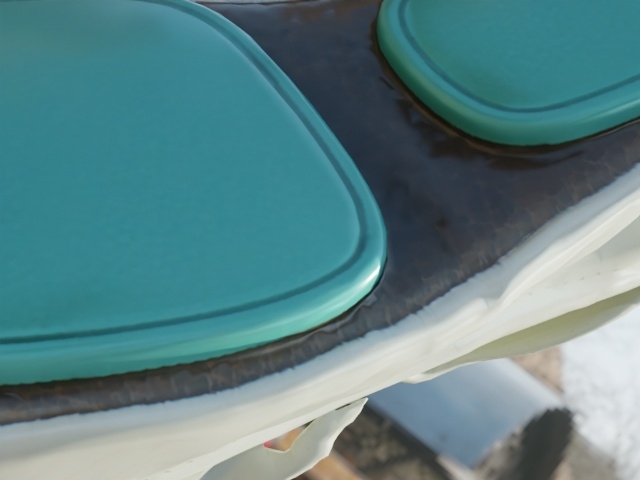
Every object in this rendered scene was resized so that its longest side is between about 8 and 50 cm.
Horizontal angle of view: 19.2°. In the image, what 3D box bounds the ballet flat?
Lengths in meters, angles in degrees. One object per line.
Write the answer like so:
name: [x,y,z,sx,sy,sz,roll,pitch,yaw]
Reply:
ballet flat: [0.000,0.000,0.461,0.139,0.400,0.139,46,-34,44]
